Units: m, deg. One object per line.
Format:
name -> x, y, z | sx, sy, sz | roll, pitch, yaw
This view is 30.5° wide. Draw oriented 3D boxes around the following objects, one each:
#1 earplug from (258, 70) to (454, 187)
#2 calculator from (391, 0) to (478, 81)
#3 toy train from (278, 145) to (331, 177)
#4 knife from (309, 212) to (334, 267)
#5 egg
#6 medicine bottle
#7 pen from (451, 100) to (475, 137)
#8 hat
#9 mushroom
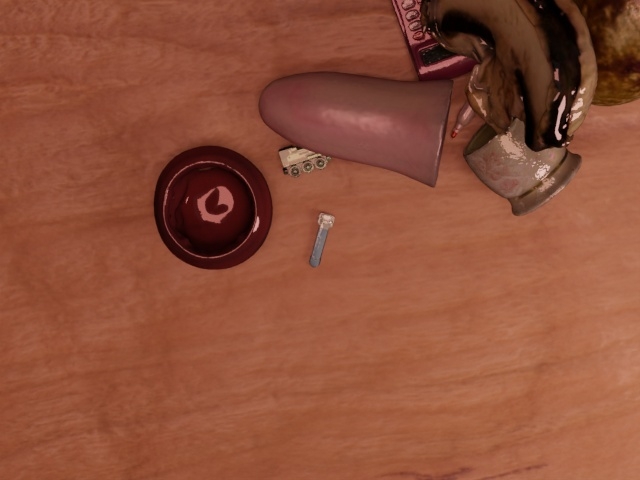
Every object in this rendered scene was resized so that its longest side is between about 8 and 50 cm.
earplug -> 0.049, -0.195, 1.866 | 0.301, 0.172, 0.172 | 11, 102, 7
calculator -> 0.190, -0.354, 1.882 | 0.126, 0.034, 0.190 | -19, 95, 7
toy train -> -0.026, -0.136, 1.933 | 0.083, 0.033, 0.053 | -18, 97, 5
knife -> 0.000, 0.000, 1.973 | 0.027, 0.010, 0.096 | 15, 104, -2
egg -> 0.467, -0.338, 1.773 | 0.238, 0.238, 0.289 | 33, 116, -5
medicine bottle -> 0.321, -0.131, 1.865 | 0.147, 0.147, 0.143 | -43, 100, 9
pen -> 0.271, -0.259, 1.901 | 0.026, 0.026, 0.218 | 30, 101, -4
hat -> -0.176, -0.054, 1.928 | 0.205, 0.089, 0.205 | 0, 97, 0
mushroom -> 0.291, -0.283, 1.741 | 0.130, 0.344, 0.247 | -14, 131, -26
